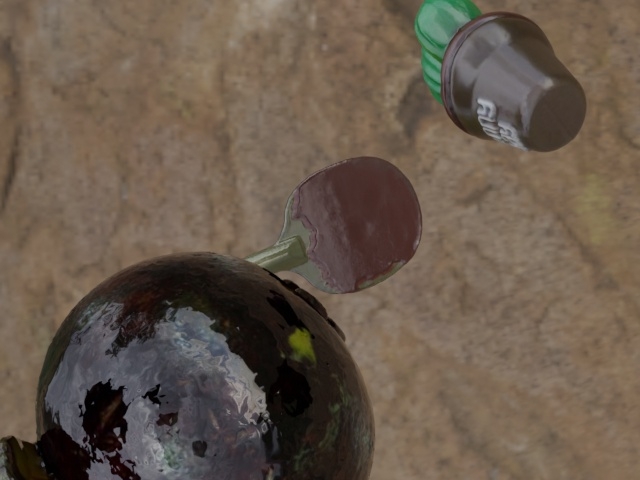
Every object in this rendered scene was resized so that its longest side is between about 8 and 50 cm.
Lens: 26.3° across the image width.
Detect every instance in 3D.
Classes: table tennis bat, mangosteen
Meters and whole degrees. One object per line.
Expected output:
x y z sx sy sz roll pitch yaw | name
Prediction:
0.000 0.000 1.364 0.022 0.234 0.131 -3 109 67 | table tennis bat
-0.100 0.148 1.060 0.288 0.288 0.288 5 98 39 | mangosteen

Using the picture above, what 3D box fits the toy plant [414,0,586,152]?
0.134 -0.147 1.151 0.105 0.143 0.200 -50 45 0 | toy plant
